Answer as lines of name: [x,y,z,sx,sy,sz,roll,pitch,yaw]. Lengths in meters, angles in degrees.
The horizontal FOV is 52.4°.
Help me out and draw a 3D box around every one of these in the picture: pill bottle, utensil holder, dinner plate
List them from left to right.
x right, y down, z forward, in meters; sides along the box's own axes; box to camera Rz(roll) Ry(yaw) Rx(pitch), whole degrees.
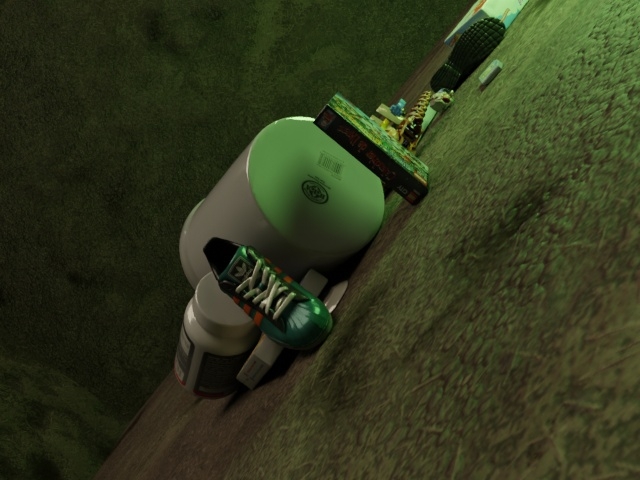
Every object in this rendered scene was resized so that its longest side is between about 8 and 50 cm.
pill bottle: [-0.207,0.195,1.340,0.161,0.161,0.283,-57,-6,-43]
utensil holder: [-0.091,-0.036,1.397,0.328,0.327,0.385,-56,10,-35]
dinner plate: [0.001,0.126,1.200,0.141,0.017,0.141,-49,7,8]

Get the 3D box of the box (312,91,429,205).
box: [0.099,-0.173,1.198,0.044,0.233,0.159,-49,7,21]

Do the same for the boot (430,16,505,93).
boot: [0.385,-0.493,1.699,0.246,0.083,0.161,-45,3,34]

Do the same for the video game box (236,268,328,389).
video game box: [-0.075,0.172,1.246,0.205,0.048,0.187,-55,-3,-31]

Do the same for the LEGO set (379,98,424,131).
LEGO set: [0.216,-0.336,1.951,0.227,0.087,0.093,-49,6,31]

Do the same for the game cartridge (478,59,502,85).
game cartridge: [0.360,-0.356,1.372,0.056,0.017,0.083,-45,8,20]

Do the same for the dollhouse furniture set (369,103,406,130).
dollhouse furniture set: [0.248,-0.364,2.150,0.144,0.123,0.151,-51,-28,0]

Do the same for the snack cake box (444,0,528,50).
snack cake box: [0.458,-0.611,1.776,0.152,0.089,0.264,-50,6,-7]

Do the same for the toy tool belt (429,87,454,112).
toy tool belt: [0.302,-0.352,1.595,0.051,0.052,0.083,-62,10,-15]

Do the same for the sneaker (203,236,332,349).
sneaker: [-0.107,0.085,1.118,0.302,0.121,0.108,29,77,44]

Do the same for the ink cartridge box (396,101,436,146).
ink cartridge box: [0.204,-0.249,1.728,0.223,0.045,0.224,-44,10,48]

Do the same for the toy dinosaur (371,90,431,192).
toy dinosaur: [0.162,-0.202,1.526,0.321,0.164,0.218,-35,19,-10]
